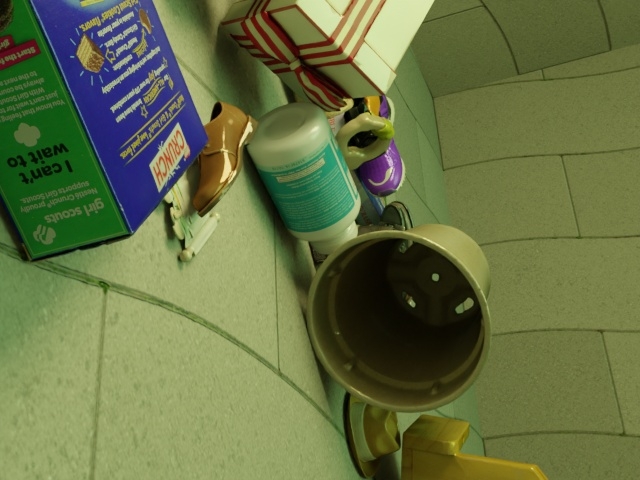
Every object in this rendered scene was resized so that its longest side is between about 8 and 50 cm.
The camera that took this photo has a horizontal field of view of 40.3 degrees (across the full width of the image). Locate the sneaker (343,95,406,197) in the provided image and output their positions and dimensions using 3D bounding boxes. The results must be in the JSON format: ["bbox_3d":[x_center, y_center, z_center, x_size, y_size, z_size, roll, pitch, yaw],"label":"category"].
[{"bbox_3d":[0.105,-0.235,1.935,0.146,0.102,0.293,43,33,-50],"label":"sneaker"}]

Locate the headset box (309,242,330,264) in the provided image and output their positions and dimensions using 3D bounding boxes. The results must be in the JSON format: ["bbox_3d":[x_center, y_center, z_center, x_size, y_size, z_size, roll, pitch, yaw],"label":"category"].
[{"bbox_3d":[0.000,0.000,1.725,0.062,0.032,0.083,-35,111,-73],"label":"headset box"}]

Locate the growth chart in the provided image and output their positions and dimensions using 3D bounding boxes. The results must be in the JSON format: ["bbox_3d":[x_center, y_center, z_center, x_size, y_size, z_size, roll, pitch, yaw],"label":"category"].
[{"bbox_3d":[-0.191,-0.100,1.178,0.172,0.021,0.237,-49,125,-70],"label":"growth chart"}]

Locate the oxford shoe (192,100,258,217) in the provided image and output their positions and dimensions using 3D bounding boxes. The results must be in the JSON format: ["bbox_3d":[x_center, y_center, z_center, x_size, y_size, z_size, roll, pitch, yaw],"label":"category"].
[{"bbox_3d":[-0.150,-0.115,1.205,0.076,0.076,0.212,36,38,-23],"label":"oxford shoe"}]

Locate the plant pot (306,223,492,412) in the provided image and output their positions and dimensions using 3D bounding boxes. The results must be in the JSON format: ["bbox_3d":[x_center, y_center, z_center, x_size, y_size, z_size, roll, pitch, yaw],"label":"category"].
[{"bbox_3d":[0.184,0.110,1.646,0.305,0.334,0.333,-33,110,-64],"label":"plant pot"}]

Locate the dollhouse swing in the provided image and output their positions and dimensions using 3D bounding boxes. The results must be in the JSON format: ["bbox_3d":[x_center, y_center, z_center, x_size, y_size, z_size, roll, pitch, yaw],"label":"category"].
[{"bbox_3d":[0.324,0.560,1.775,0.315,0.305,0.346,2,89,-73],"label":"dollhouse swing"}]

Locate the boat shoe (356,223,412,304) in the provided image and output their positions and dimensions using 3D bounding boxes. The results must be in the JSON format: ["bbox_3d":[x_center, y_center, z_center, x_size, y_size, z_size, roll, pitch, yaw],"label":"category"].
[{"bbox_3d":[0.123,0.112,1.875,0.132,0.130,0.355,49,32,-58],"label":"boat shoe"}]

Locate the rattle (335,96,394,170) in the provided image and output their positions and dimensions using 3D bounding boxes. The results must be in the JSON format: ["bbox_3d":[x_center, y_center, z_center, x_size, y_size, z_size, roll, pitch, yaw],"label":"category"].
[{"bbox_3d":[0.054,-0.221,1.859,0.130,0.199,0.142,-9,61,-44],"label":"rattle"}]

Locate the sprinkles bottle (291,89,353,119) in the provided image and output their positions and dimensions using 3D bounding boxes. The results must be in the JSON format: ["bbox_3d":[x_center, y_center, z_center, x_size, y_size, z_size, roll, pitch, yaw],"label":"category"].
[{"bbox_3d":[-0.037,-0.421,1.760,0.121,0.121,0.355,-64,139,-65],"label":"sprinkles bottle"}]

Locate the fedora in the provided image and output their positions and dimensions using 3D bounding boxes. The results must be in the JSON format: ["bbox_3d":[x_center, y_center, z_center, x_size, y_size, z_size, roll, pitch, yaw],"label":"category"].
[{"bbox_3d":[0.113,0.376,1.736,0.194,0.079,0.194,-13,90,-73],"label":"fedora"}]

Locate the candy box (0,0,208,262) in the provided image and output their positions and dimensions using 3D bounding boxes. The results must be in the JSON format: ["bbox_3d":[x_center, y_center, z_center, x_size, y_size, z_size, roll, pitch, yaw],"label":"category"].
[{"bbox_3d":[-0.249,-0.182,0.866,0.268,0.122,0.317,-71,144,-63],"label":"candy box"}]

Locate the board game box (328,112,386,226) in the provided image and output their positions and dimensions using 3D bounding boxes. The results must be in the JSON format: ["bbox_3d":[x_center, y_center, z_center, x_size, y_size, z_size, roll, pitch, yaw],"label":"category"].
[{"bbox_3d":[0.080,-0.227,2.107,0.318,0.066,0.318,55,27,-52],"label":"board game box"}]

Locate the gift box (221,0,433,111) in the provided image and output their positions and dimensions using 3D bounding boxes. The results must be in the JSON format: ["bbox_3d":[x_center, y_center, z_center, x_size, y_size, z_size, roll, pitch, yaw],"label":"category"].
[{"bbox_3d":[0.006,-0.374,1.492,0.255,0.276,0.258,38,71,-27],"label":"gift box"}]

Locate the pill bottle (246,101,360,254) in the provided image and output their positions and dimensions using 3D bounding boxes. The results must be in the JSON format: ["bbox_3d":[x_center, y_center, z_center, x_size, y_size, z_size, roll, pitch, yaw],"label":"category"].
[{"bbox_3d":[-0.019,-0.100,1.534,0.146,0.146,0.264,-83,155,-49],"label":"pill bottle"}]

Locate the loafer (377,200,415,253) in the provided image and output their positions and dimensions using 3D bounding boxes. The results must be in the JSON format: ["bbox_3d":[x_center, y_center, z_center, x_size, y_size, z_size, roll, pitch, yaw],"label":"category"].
[{"bbox_3d":[0.166,0.042,2.064,0.084,0.096,0.267,-14,109,-48],"label":"loafer"}]
